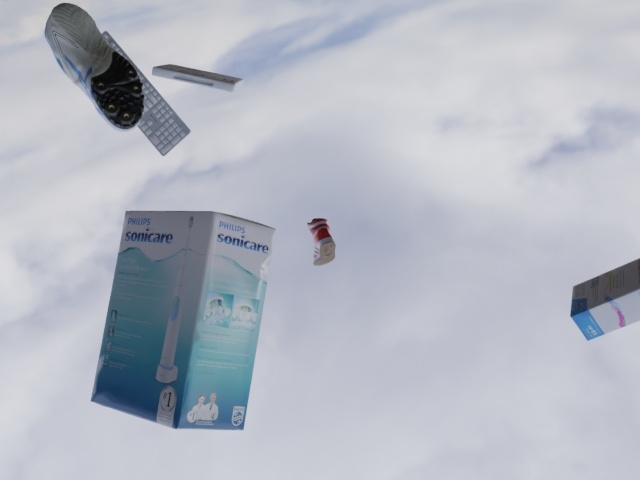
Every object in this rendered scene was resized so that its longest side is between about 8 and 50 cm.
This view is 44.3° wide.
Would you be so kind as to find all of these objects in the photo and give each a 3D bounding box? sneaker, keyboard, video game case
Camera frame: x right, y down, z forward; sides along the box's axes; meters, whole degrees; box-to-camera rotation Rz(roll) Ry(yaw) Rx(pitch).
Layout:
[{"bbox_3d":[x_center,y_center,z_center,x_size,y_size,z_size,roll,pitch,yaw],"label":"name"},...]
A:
[{"bbox_3d":[-0.334,-0.248,1.170,0.085,0.086,0.237,-22,-112,-34],"label":"sneaker"},{"bbox_3d":[-0.346,-0.274,1.465,0.072,0.256,0.014,-40,174,0],"label":"keyboard"},{"bbox_3d":[0.000,0.000,1.449,0.042,0.118,0.067,-14,-111,-14],"label":"sneaker"},{"bbox_3d":[-0.216,-0.293,1.412,0.143,0.019,0.157,11,-166,-3],"label":"video game case"}]

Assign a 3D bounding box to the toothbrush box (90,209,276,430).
[{"bbox_3d":[-0.201,0.109,1.145,0.216,0.296,0.126,1,171,43],"label":"toothbrush box"}]

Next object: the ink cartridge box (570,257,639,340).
[{"bbox_3d":[0.425,0.081,1.121,0.122,0.052,0.088,-31,-167,32],"label":"ink cartridge box"}]
